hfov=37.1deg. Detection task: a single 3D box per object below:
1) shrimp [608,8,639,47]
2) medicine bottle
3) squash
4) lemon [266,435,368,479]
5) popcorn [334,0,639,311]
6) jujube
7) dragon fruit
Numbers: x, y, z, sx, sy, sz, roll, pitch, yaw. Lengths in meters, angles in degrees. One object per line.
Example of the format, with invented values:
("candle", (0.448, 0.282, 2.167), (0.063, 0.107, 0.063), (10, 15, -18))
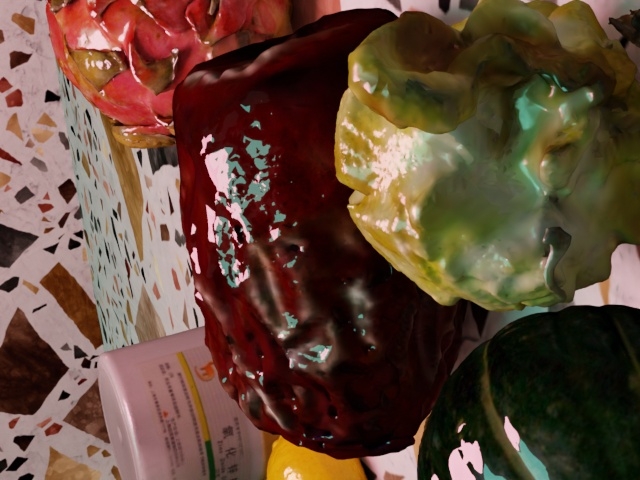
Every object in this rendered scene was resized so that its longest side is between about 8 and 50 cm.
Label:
("shrimp", (0.213, -0.068, 0.498), (0.180, 0.041, 0.099), (58, 167, 35))
("medicine bottle", (-0.174, 0.243, 1.343), (0.238, 0.232, 0.237), (47, 145, 50))
("squash", (0.157, 0.134, 0.518), (0.172, 0.218, 0.218), (-132, 33, -70))
("lemon", (-0.004, 0.281, 1.115), (0.114, 0.114, 0.155), (101, 149, -46))
("popcorn", (0.095, -0.055, 0.542), (0.198, 0.198, 0.212), (58, -175, 38))
("jujube", (0.000, 0.000, 0.775), (0.258, 0.258, 0.376), (-140, 46, -56))
("dragon fruit", (-0.153, -0.220, 1.028), (0.291, 0.250, 0.269), (24, 131, 45))
